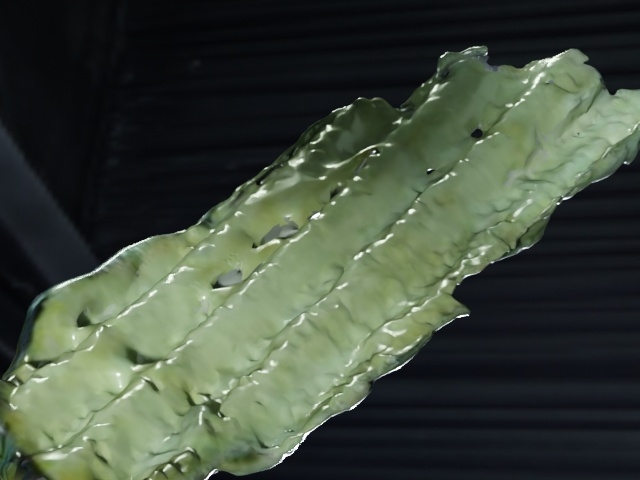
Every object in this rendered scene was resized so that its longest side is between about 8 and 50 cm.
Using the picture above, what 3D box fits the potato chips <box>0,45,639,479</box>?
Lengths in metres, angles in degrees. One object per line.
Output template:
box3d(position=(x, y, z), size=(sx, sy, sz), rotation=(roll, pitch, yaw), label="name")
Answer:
box3d(position=(0.000, -0.001, 0.404), size=(0.207, 0.092, 0.028), rotation=(-39, -44, -35), label="potato chips")
